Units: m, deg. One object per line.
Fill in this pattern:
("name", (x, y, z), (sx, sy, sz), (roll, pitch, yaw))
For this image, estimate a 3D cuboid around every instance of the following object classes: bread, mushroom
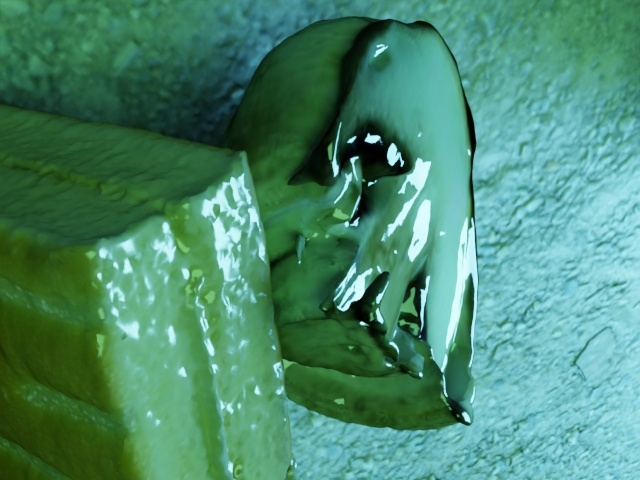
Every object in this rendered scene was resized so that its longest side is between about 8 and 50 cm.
("bread", (-0.142, 0.058, 0.452), (0.111, 0.246, 0.239), (-38, 133, -42))
("mushroom", (0.001, -0.008, 0.518), (0.267, 0.164, 0.190), (51, 46, -52))
